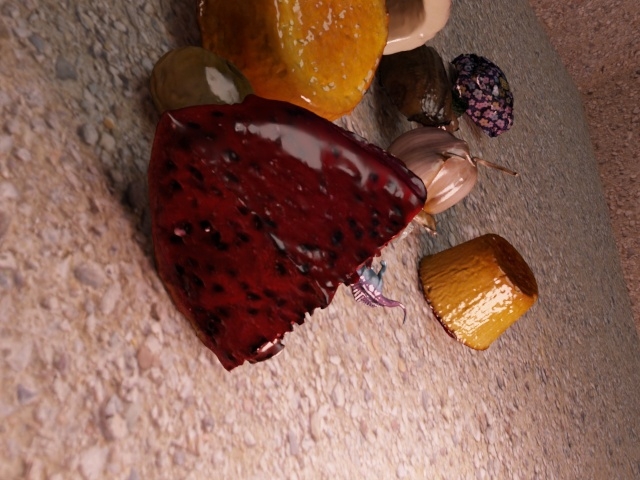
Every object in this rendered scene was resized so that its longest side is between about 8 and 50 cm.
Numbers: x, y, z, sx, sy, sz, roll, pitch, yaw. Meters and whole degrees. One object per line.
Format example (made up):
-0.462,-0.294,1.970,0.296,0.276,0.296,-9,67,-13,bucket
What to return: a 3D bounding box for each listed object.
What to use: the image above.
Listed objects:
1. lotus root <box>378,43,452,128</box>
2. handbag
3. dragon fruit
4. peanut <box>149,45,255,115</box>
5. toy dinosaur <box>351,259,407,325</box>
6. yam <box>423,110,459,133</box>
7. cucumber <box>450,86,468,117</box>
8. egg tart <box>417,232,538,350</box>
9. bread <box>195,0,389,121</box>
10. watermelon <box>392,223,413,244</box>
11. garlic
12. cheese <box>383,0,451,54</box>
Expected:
0.207,-0.350,1.405,0.167,0.078,0.329,11,41,-13,lotus root
0.460,-0.415,1.870,0.228,0.126,0.208,41,40,-24,handbag
0.000,0.000,0.749,0.330,0.302,0.240,-18,43,-34,dragon fruit
-0.114,-0.136,0.838,0.236,0.110,0.120,53,12,-27,peanut
0.077,0.064,1.072,0.197,0.045,0.080,43,52,-24,toy dinosaur
0.256,-0.298,1.532,0.127,0.084,0.084,53,35,-20,yam
0.299,-0.373,1.667,0.214,0.052,0.058,32,56,-44,cucumber
0.299,0.087,1.277,0.215,0.171,0.215,33,35,-26,egg tart
-0.035,-0.311,0.958,0.312,0.172,0.312,-1,92,-50,bread
0.150,-0.033,1.222,0.085,0.061,0.085,22,57,-38,watermelon
0.235,-0.097,1.260,0.207,0.256,0.207,-43,144,-43,garlic
0.075,-0.468,1.171,0.332,0.292,0.153,42,39,-55,cheese
